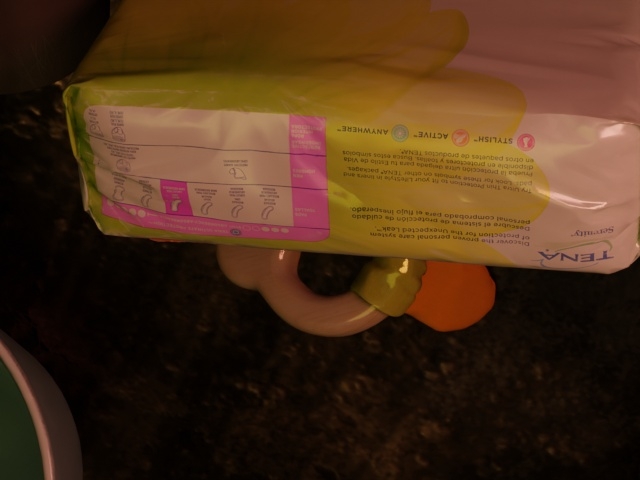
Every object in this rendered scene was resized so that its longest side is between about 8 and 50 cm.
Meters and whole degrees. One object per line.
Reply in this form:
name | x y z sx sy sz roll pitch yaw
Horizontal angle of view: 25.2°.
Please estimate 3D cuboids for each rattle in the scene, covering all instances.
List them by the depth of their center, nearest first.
rattle | 0.000 0.000 0.973 0.199 0.142 0.130 0 95 32

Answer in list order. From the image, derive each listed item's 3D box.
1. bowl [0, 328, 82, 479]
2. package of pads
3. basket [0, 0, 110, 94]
bowl | -0.298 0.174 1.046 0.311 0.163 0.312 -1 87 18
package of pads | 0.032 -0.090 0.769 0.296 0.229 0.101 4 128 10
basket | -0.182 -0.199 0.766 0.154 0.204 0.227 -20 147 -18
